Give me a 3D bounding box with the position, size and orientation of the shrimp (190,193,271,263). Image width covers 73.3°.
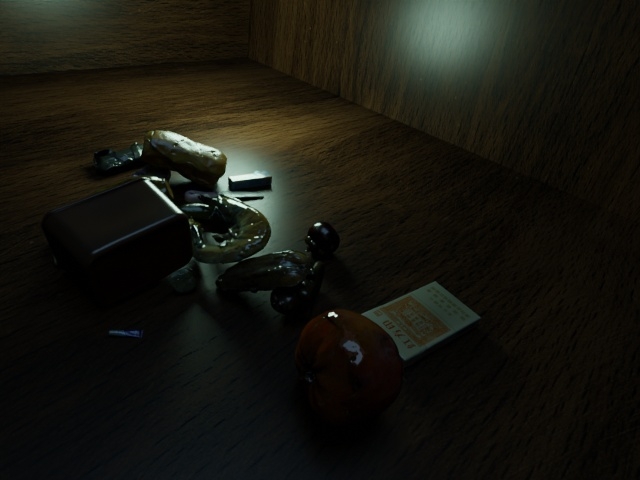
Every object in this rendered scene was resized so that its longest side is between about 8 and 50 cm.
[{"bbox_3d":[-0.350,-0.051,1.494,0.272,0.085,0.445,-33,45,-18],"label":"shrimp"}]

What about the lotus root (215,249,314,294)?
[{"bbox_3d":[-0.186,0.087,1.325,0.330,0.078,0.167,-10,24,21],"label":"lotus root"}]

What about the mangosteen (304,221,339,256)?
[{"bbox_3d":[0.000,0.000,1.589,0.140,0.140,0.140,7,35,-5],"label":"mangosteen"}]

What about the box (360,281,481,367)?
[{"bbox_3d":[0.315,0.255,1.362,0.365,0.051,0.204,-17,44,-34],"label":"box"}]

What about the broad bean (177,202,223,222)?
[{"bbox_3d":[-0.429,-0.107,1.659,0.339,0.061,0.077,3,43,-10],"label":"broad bean"}]

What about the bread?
[{"bbox_3d":[-0.572,-0.354,1.817,0.344,0.148,0.195,21,26,-20],"label":"bread"}]

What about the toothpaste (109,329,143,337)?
[{"bbox_3d":[-0.527,0.252,1.167,0.083,0.015,0.024,7,43,-15],"label":"toothpaste"}]

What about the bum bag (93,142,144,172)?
[{"bbox_3d":[-0.859,-0.378,1.909,0.142,0.079,0.326,33,39,22],"label":"bum bag"}]

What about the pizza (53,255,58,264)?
[{"bbox_3d":[-0.791,0.020,1.384,0.185,0.036,0.176,-9,44,0],"label":"pizza"}]

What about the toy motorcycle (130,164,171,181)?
[{"bbox_3d":[-0.712,-0.271,1.806,0.152,0.073,0.225,-2,37,-13],"label":"toy motorcycle"}]

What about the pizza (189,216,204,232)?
[{"bbox_3d":[-0.503,-0.046,1.557,0.161,0.062,0.182,5,33,-18],"label":"pizza"}]

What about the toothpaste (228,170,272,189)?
[{"bbox_3d":[-0.322,-0.275,1.943,0.193,0.044,0.070,-13,40,-30],"label":"toothpaste"}]

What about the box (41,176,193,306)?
[{"bbox_3d":[-0.584,0.001,1.290,0.229,0.239,0.339,35,49,27],"label":"box"}]

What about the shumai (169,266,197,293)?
[{"bbox_3d":[-0.434,0.124,1.347,0.083,0.082,0.080,8,-5,-27],"label":"shumai"}]

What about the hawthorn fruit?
[{"bbox_3d":[0.092,0.315,1.056,0.308,0.276,0.276,16,28,-33],"label":"hawthorn fruit"}]

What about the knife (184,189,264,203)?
[{"bbox_3d":[-0.404,-0.188,1.818,0.336,0.043,0.081,-5,31,-32],"label":"knife"}]

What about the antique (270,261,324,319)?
[{"bbox_3d":[-0.079,0.144,1.354,0.144,0.121,0.257,9,34,7],"label":"antique"}]

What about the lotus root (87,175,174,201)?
[{"bbox_3d":[-0.655,-0.123,1.501,0.291,0.193,0.193,-27,48,-23],"label":"lotus root"}]
